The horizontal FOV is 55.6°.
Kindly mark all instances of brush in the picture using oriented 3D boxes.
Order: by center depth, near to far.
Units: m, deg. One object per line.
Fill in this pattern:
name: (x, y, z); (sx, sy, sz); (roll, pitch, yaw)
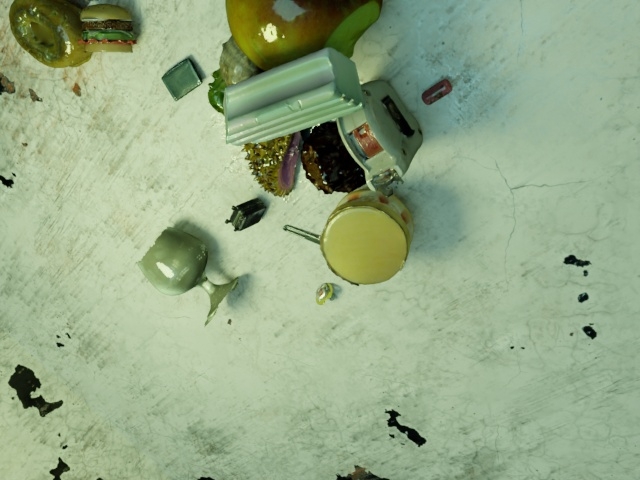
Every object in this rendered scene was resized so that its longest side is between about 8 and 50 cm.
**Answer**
brush: (0.000, 0.000, 1.969); (0.266, 0.027, 0.062); (22, 126, 14)

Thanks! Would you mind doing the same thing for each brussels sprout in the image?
brussels sprout: (-0.252, -0.416, 1.777); (0.139, 0.100, 0.181); (-30, 101, 18)

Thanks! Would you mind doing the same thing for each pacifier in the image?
pacifier: (0.021, 0.183, 2.060); (0.064, 0.068, 0.083); (26, 118, -36)

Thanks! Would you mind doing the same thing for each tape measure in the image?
tape measure: (0.159, -0.283, 1.576); (0.130, 0.258, 0.265); (-25, 108, 35)

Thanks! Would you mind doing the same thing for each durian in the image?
durian: (-0.162, -0.249, 1.791); (0.191, 0.112, 0.341); (18, 144, 4)

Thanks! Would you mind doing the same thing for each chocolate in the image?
chocolate: (0.018, -0.207, 1.737); (0.206, 0.177, 0.224); (-27, 105, 33)

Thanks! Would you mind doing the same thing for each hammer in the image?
hammer: (0.305, -0.387, 1.587); (0.083, 0.043, 0.043); (-29, 105, 32)

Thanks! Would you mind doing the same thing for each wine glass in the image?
wine glass: (-0.460, 0.113, 2.109); (0.323, 0.238, 0.238); (39, 127, -7)

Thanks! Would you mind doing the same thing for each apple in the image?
apple: (-0.038, -0.568, 1.471); (0.383, 0.374, 0.374); (-7, 125, -18)

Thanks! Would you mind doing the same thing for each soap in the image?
soap: (-0.086, -0.328, 1.440); (0.346, 0.208, 0.115); (-14, 86, 24)

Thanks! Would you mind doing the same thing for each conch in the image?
conch: (-0.170, -0.447, 1.666); (0.159, 0.210, 0.291); (-31, 64, 55)

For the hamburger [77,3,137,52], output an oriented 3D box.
hamburger: (-0.625, -0.618, 1.771); (0.175, 0.175, 0.137); (6, 109, 20)

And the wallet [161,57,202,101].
wallet: (-0.419, -0.489, 1.841); (0.129, 0.026, 0.088); (-22, 105, 33)

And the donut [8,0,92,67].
donut: (-0.821, -0.639, 1.858); (0.261, 0.128, 0.209); (28, 127, 7)

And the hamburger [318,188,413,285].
hamburger: (0.147, -0.002, 1.799); (0.260, 0.186, 0.303); (3, 115, 18)

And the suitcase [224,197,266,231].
suitcase: (-0.237, -0.085, 1.953); (0.059, 0.126, 0.086); (44, 128, 14)
